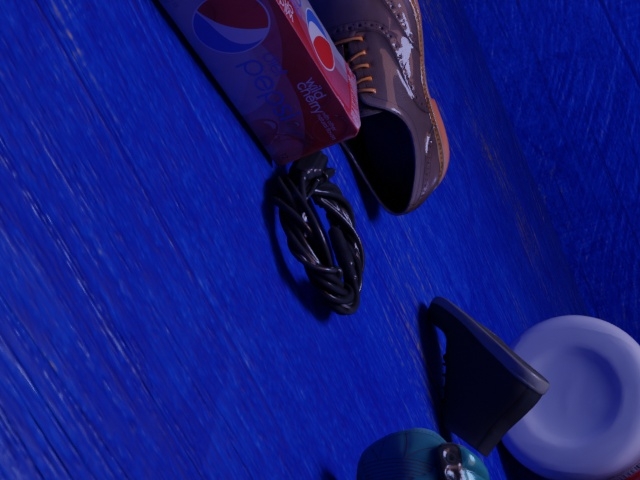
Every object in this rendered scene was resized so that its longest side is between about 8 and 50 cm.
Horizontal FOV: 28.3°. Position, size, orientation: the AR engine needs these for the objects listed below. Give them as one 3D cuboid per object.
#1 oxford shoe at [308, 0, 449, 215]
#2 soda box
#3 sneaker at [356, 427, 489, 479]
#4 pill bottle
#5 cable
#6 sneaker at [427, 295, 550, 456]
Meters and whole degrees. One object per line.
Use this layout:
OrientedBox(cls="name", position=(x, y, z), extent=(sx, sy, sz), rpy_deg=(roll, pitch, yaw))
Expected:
OrientedBox(cls="oxford shoe", position=(0.055, -0.201, 1.444), extent=(0.364, 0.130, 0.133), rpy_deg=(66, 23, -16))
OrientedBox(cls="soda box", position=(-0.058, -0.185, 1.105), extent=(0.263, 0.092, 0.083), rpy_deg=(53, 23, -45))
OrientedBox(cls="sneaker", position=(0.068, 0.233, 0.987), extent=(0.295, 0.124, 0.178), rpy_deg=(28, 39, -58))
OrientedBox(cls="pill bottle", position=(0.403, 0.259, 1.862), extent=(0.407, 0.229, 0.229), rpy_deg=(37, 37, -64))
OrientedBox(cls="cable", position=(0.000, 0.000, 1.187), extent=(0.184, 0.047, 0.151), rpy_deg=(-73, 145, -68))
OrientedBox(cls="sneaker", position=(0.164, 0.154, 1.500), extent=(0.083, 0.118, 0.222), rpy_deg=(35, 5, -33))
